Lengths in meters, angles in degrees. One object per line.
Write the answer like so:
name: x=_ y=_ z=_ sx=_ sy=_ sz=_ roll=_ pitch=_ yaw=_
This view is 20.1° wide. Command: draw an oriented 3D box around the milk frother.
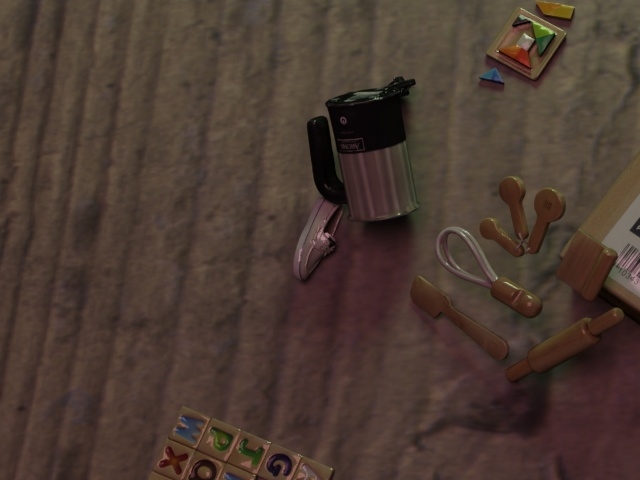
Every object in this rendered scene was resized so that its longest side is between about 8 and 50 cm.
milk frother: x=0.070 y=-0.105 z=2.010 sx=0.129 sy=0.143 sz=0.134 roll=10 pitch=115 yaw=56

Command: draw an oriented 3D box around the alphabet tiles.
alphabet tiles: x=-0.118 y=0.321 z=1.964 sx=0.198 sy=0.009 sz=0.237 roll=20 pitch=78 yaw=24

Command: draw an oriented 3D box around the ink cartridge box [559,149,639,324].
ink cartridge box: x=0.396 y=0.015 z=1.853 sx=0.235 sy=0.088 sz=0.193 roll=36 pitch=86 yaw=27

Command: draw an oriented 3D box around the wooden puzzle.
wooden puzzle: x=0.231 y=-0.224 z=2.036 sx=0.079 sy=0.014 sz=0.116 roll=24 pitch=81 yaw=25

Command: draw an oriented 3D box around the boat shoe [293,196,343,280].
boat shoe: x=0.000 y=0.000 z=2.025 sx=0.035 sy=0.035 sz=0.100 roll=13 pitch=69 yaw=25

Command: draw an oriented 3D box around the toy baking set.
toy baking set: x=0.207 y=0.046 z=1.895 sx=0.256 sy=0.030 sz=0.196 roll=-41 pitch=69 yaw=40
